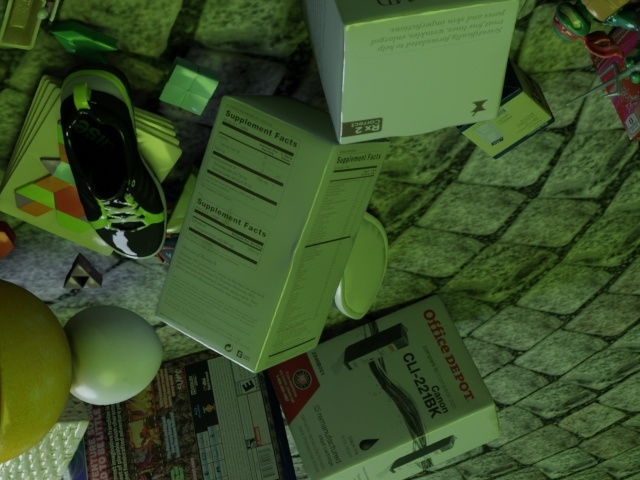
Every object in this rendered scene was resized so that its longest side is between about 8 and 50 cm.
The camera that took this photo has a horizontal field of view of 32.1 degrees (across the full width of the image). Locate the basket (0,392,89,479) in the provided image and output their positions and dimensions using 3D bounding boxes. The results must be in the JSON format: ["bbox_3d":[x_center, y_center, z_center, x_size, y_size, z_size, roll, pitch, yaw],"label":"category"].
[{"bbox_3d":[-0.390,0.259,1.474,0.113,0.103,0.167,3,128,-42],"label":"basket"}]

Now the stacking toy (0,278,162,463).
[{"bbox_3d":[-0.398,0.152,1.214,0.479,0.351,0.351,-1,144,-34],"label":"stacking toy"}]

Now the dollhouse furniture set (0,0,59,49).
[{"bbox_3d":[-0.236,-0.193,0.979,0.091,0.081,0.114,5,140,-26],"label":"dollhouse furniture set"}]

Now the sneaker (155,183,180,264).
[{"bbox_3d":[-0.174,-0.013,1.249,0.221,0.087,0.083,1,142,-22],"label":"sneaker"}]

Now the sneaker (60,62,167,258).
[{"bbox_3d":[-0.206,-0.057,1.061,0.084,0.097,0.235,-8,130,4],"label":"sneaker"}]

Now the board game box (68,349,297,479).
[{"bbox_3d":[-0.194,0.302,1.553,0.291,0.232,0.141,-15,145,1],"label":"board game box"}]

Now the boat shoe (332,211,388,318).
[{"bbox_3d":[0.000,0.000,1.355,0.099,0.116,0.319,20,165,26],"label":"boat shoe"}]

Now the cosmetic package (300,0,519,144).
[{"bbox_3d":[0.070,-0.209,0.984,0.151,0.184,0.151,-11,145,-7],"label":"cosmetic package"}]

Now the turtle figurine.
[{"bbox_3d":[0.286,-0.254,1.071,0.175,0.118,0.234,42,124,-4],"label":"turtle figurine"}]

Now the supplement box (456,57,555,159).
[{"bbox_3d":[0.198,-0.147,1.229,0.083,0.056,0.083,-33,141,24],"label":"supplement box"}]

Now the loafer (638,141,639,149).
[{"bbox_3d":[0.439,-0.157,1.306,0.061,0.062,0.170,0,144,-28],"label":"loafer"}]

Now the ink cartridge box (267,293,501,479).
[{"bbox_3d":[0.089,0.225,1.557,0.272,0.197,0.114,-23,145,-3],"label":"ink cartridge box"}]

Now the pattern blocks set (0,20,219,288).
[{"bbox_3d":[-0.243,-0.070,1.131,0.285,0.026,0.325,12,129,-14],"label":"pattern blocks set"}]

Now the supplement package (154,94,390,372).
[{"bbox_3d":[-0.049,-0.013,1.134,0.139,0.133,0.244,-12,125,-63],"label":"supplement package"}]

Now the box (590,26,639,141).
[{"bbox_3d":[0.419,-0.220,1.148,0.122,0.128,0.257,9,139,-30],"label":"box"}]
